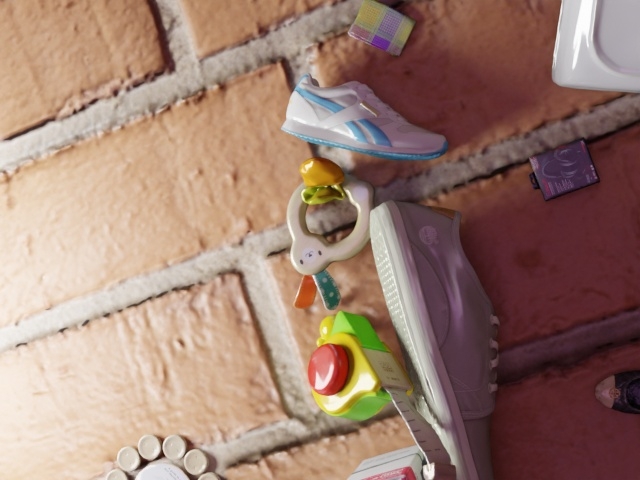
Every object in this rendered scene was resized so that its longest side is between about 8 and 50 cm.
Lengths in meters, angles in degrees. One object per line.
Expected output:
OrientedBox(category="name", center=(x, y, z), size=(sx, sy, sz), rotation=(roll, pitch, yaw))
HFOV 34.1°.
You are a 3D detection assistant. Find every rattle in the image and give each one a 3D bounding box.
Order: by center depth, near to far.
OrientedBox(category="rattle", center=(0.000, 0.000, 1.399), size=(0.130, 0.143, 0.199), rotation=(23, 89, -5))

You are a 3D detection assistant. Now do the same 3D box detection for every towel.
OrientedBox(category="towel", center=(0.085, -0.295, 1.440), size=(0.083, 0.009, 0.060), rotation=(27, 96, 13))

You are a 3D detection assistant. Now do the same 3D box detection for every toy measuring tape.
OrientedBox(category="toy measuring tape", center=(0.064, 0.215, 1.336), size=(0.121, 0.121, 0.330), rotation=(-44, 41, 10))

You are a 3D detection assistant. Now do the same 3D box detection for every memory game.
OrientedBox(category="memory game", center=(-0.228, 0.371, 1.517), size=(0.186, 0.012, 0.186), rotation=(0, 89, 15))

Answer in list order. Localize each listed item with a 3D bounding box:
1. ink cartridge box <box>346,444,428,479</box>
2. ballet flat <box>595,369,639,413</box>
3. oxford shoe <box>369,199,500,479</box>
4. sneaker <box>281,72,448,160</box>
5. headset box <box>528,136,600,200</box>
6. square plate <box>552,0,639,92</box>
OrientedBox(category="ink cartridge box", center=(0.105, 0.366, 1.314), size=(0.100, 0.237, 0.172), rotation=(-20, 85, 10))
OrientedBox(category="ballet flat", center=(0.438, 0.197, 1.323), size=(0.173, 0.049, 0.057), rotation=(3, 90, 15))
OrientedBox(category="oxford shoe", center=(0.176, 0.157, 1.346), size=(0.130, 0.169, 0.449), rotation=(-13, 86, -8))
OrientedBox(category="sneaker", center=(0.063, -0.163, 1.407), size=(0.229, 0.087, 0.092), rotation=(15, 91, 12))
OrientedBox(category="headset box", center=(0.316, -0.091, 1.367), size=(0.083, 0.032, 0.062), rotation=(-20, 85, 12))
OrientedBox(category="square plate", center=(0.462, -0.315, 1.233), size=(0.347, 0.049, 0.344), rotation=(9, 125, 15))
